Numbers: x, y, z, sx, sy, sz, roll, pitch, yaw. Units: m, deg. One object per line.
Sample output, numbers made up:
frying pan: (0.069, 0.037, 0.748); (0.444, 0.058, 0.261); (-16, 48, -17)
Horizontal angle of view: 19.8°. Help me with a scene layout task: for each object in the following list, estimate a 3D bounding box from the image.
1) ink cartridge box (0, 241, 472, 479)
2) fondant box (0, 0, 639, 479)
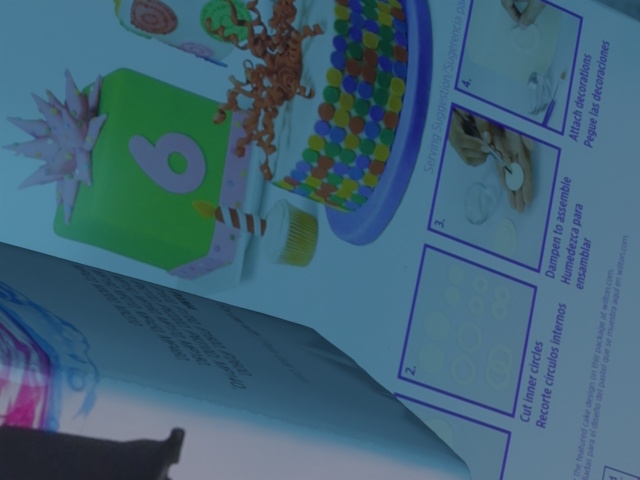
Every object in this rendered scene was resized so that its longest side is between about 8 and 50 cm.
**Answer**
ink cartridge box: (-0.144, 0.107, 0.490); (0.306, 0.131, 0.226); (16, 99, -24)
fondant box: (0.000, 0.000, 0.687); (0.330, 0.096, 0.238); (21, 71, -25)
